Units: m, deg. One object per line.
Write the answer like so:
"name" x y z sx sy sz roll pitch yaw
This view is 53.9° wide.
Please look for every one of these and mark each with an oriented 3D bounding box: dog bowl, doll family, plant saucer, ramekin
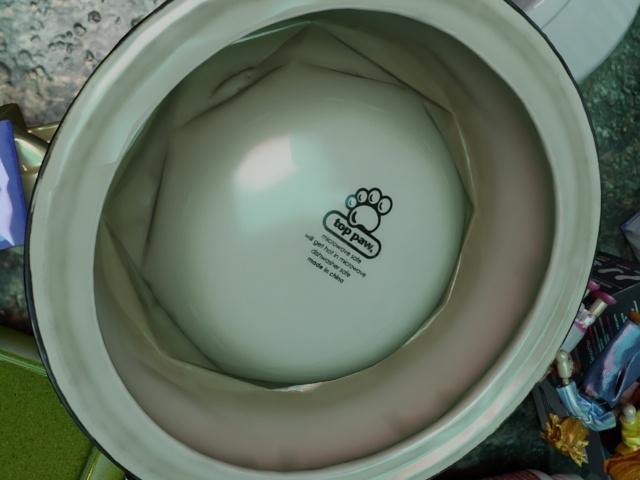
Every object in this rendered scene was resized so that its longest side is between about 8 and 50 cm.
"dog bowl" 0.000 0.000 0.490 0.408 0.150 0.407 -6 109 -17
"doll family" 0.315 0.168 0.667 0.263 0.118 0.163 36 92 -17
"plant saucer" -0.269 0.185 0.583 0.188 0.045 0.188 22 63 -9
"ramekin" 0.200 -0.256 0.653 0.127 0.273 0.272 30 90 -32

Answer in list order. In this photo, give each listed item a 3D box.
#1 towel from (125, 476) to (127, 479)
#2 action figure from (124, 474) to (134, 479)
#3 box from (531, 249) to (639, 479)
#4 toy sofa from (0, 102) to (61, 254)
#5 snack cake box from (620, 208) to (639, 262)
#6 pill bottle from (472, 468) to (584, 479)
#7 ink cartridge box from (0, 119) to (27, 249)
"towel" -0.134 0.425 0.778 0.332 0.053 0.316 21 93 -21
"action figure" -0.294 0.256 0.644 0.276 0.141 0.164 -44 78 -1
"box" 0.358 0.156 0.823 0.142 0.163 0.247 -21 105 -9
"toy sofa" -0.123 -0.081 0.635 0.363 0.150 0.177 -17 114 -14
"snack cake box" 0.571 -0.057 0.856 0.264 0.152 0.089 -39 108 -7
"pill bottle" 0.261 0.381 0.856 0.216 0.121 0.121 -5 101 -16
"ink cartridge box" -0.425 -0.008 0.464 0.396 0.151 0.269 -9 92 9
